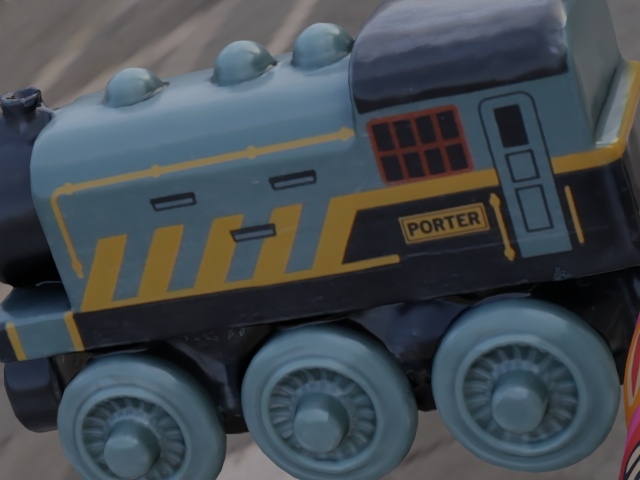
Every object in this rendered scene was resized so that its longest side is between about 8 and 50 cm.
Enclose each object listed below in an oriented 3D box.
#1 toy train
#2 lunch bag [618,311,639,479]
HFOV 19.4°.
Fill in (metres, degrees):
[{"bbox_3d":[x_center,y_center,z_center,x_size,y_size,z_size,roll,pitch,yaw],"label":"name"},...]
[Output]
[{"bbox_3d":[0.000,0.000,0.800,0.334,0.190,0.142,-9,21,21],"label":"toy train"},{"bbox_3d":[0.176,0.006,0.467,0.293,0.120,0.258,-76,10,-59],"label":"lunch bag"}]
